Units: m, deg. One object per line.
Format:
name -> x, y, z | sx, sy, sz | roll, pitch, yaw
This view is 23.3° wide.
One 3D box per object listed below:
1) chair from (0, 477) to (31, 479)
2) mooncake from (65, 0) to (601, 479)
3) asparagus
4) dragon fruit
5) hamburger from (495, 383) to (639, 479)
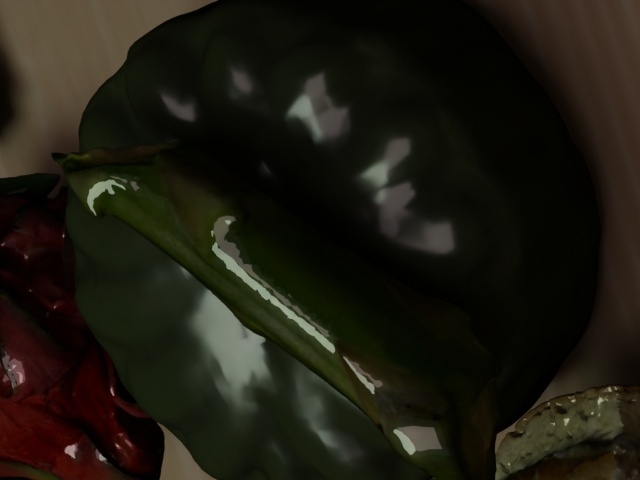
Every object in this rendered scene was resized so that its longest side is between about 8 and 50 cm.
chair -> -0.378, 0.428, 1.389 | 0.362, 0.365, 0.410 | 36, 121, 16
mooncake -> 0.000, 0.000, 1.041 | 0.356, 0.194, 0.356 | 14, 118, 27
asparagus -> -0.019, 0.024, 0.900 | 0.343, 0.082, 0.085 | 39, 120, 17
dragon fruit -> -0.205, 0.095, 1.186 | 0.234, 0.234, 0.293 | -45, 65, 38
hamburger -> 0.226, 0.164, 1.002 | 0.155, 0.208, 0.135 | 165, 108, -67
